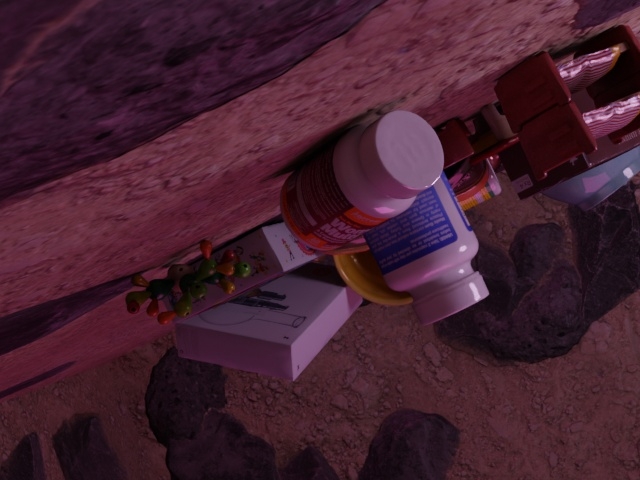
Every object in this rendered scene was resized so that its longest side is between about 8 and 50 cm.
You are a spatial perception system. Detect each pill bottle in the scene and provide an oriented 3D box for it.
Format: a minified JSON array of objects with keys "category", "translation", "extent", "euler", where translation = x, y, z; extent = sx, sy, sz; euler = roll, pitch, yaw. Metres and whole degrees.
[{"category":"pill bottle","translation":[0.247,-0.103,1.815],"extent":[0.208,0.118,0.117],"euler":[-26,176,14]},{"category":"pill bottle","translation":[0.141,-0.018,1.343],"extent":[0.152,0.272,0.152],"euler":[-25,176,-2]},{"category":"pill bottle","translation":[0.049,-0.073,1.135],"extent":[0.121,0.121,0.221],"euler":[-23,176,-35]}]

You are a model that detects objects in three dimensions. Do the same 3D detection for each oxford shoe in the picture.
[{"category":"oxford shoe","translation":[0.137,-0.093,1.700],"extent":[0.363,0.130,0.133],"euler":[-29,155,6]}]

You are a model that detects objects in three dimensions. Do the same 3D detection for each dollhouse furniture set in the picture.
[{"category":"dollhouse furniture set","translation":[0.316,-0.164,1.377],"extent":[0.201,0.152,0.374],"euler":[-23,176,-31]}]

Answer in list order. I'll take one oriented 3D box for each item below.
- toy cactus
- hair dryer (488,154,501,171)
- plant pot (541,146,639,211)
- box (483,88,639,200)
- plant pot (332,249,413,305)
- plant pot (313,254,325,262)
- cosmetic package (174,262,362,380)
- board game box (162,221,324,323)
[{"category":"toy cactus","translation":[-0.237,0.064,1.546],"extent":[0.219,0.112,0.180],"euler":[-27,-164,-15]},{"category":"hair dryer","translation":[0.386,-0.211,1.918],"extent":[0.293,0.080,0.223],"euler":[-39,175,-7]},{"category":"plant pot","translation":[0.583,-0.189,1.974],"extent":[0.293,0.196,0.293],"euler":[-40,175,-4]},{"category":"box","translation":[0.432,-0.197,1.586],"extent":[0.203,0.167,0.168],"euler":[-22,176,-38]},{"category":"plant pot","translation":[0.176,-0.015,2.061],"extent":[0.254,0.254,0.239],"euler":[-27,-168,26]},{"category":"plant pot","translation":[0.000,0.000,2.283],"extent":[0.083,0.083,0.079],"euler":[-21,162,-48]},{"category":"cosmetic package","translation":[-0.105,0.160,2.026],"extent":[0.284,0.098,0.377],"euler":[10,-153,22]},{"category":"board game box","translation":[-0.145,0.051,1.817],"extent":[0.303,0.098,0.224],"euler":[-28,177,33]}]
